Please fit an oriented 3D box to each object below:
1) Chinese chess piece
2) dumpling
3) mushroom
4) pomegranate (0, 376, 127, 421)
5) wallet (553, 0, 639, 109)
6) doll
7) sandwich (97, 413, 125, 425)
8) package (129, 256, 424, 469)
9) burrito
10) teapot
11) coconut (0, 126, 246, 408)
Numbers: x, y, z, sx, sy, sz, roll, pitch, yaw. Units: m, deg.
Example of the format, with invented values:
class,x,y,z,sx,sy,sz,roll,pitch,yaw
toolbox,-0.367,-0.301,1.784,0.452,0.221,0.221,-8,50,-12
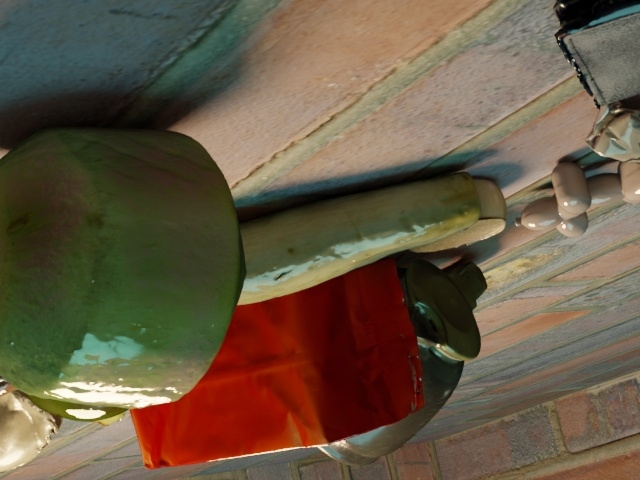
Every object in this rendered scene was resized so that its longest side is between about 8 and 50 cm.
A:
class,x,y,z,sx,sy,sz,roll,pitch,yaw
Chinese chess piece,0.145,-0.027,1.349,0.122,0.051,0.122,-13,167,-3
dumpling,-0.473,0.251,1.745,0.172,0.142,0.247,39,144,-25
mushroom,-0.001,0.001,1.273,0.333,0.087,0.107,-14,166,-6
pomegranate,-0.266,0.103,1.234,0.209,0.180,0.180,-18,167,-22
wallet,0.284,-0.170,0.985,0.167,0.036,0.222,-18,165,18
doll,0.301,-0.049,1.379,0.161,0.059,0.160,-13,163,-1
sandwich,-0.322,0.187,1.675,0.090,0.088,0.244,-23,160,4
package,-0.080,0.150,1.438,0.423,0.196,0.123,-14,-178,38
burrito,0.341,-0.101,1.229,0.203,0.064,0.064,4,157,-44
teapot,0.108,0.143,1.591,0.239,0.240,0.321,-34,152,26
coconut,-0.159,0.014,0.959,0.235,0.236,0.205,1,125,-42
